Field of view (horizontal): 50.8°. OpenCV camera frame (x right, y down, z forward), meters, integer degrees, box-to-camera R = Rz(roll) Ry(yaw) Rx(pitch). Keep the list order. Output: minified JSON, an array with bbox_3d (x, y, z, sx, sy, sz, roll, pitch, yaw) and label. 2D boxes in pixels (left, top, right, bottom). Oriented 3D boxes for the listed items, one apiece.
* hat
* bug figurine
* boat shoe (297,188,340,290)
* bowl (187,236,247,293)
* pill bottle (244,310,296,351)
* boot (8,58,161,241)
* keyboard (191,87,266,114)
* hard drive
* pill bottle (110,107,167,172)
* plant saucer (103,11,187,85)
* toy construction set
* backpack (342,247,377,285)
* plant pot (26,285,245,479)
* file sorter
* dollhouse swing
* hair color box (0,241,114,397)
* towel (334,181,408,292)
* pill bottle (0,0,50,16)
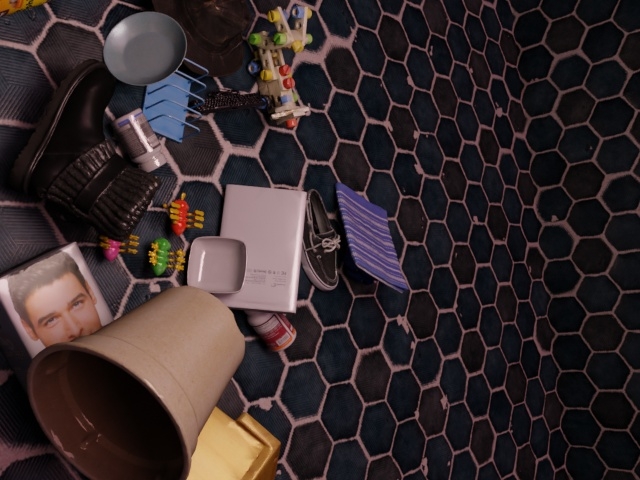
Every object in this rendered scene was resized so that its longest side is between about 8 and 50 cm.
[{"bbox_3d":[-0.264,-0.574,1.704,0.331,0.134,0.331,31,51,-47],"label":"hat"},{"bbox_3d":[-0.406,-0.039,1.526,0.279,0.072,0.216,22,61,-38],"label":"bug figurine"},{"bbox_3d":[0.003,-0.002,1.938,0.113,0.105,0.306,-21,98,-47],"label":"boat shoe"},{"bbox_3d":[-0.249,0.064,1.654,0.053,0.142,0.141,88,6,-75],"label":"bowl"},{"bbox_3d":[-0.136,0.212,1.763,0.152,0.086,0.086,56,48,-24],"label":"pill bottle"},{"bbox_3d":[-0.441,-0.187,1.398,0.260,0.131,0.347,23,71,-3],"label":"boot"},{"bbox_3d":[-0.243,-0.369,1.741,0.192,0.100,0.038,-15,129,-32],"label":"keyboard"},{"bbox_3d":[-0.154,0.021,1.720,0.211,0.040,0.318,5,75,-2],"label":"hard drive"},{"bbox_3d":[-0.415,-0.227,1.550,0.078,0.078,0.137,-43,114,-43],"label":"pill bottle"},{"bbox_3d":[-0.403,-0.438,1.566,0.037,0.195,0.194,78,16,-74],"label":"plant saucer"},{"bbox_3d":[-0.100,-0.454,1.831,0.151,0.215,0.327,3,81,-46],"label":"toy construction set"},{"bbox_3d":[0.129,0.074,2.068,0.120,0.098,0.101,38,76,-38],"label":"backpack"},{"bbox_3d":[-0.309,0.250,1.267,0.333,0.334,0.305,65,32,-16],"label":"plant pot"},{"bbox_3d":[-0.348,-0.343,1.625,0.118,0.105,0.170,20,69,-43],"label":"file sorter"},{"bbox_3d":[-0.315,0.551,1.527,0.347,0.305,0.315,-50,160,-41],"label":"dollhouse swing"},{"bbox_3d":[-0.507,0.212,1.342,0.185,0.114,0.374,-36,108,-45],"label":"hair color box"},{"bbox_3d":[0.154,-0.016,2.049,0.243,0.040,0.335,30,34,-38],"label":"towel"},{"bbox_3d":[-0.635,-0.509,1.336,0.215,0.117,0.117,-42,113,-42],"label":"pill bottle"}]
